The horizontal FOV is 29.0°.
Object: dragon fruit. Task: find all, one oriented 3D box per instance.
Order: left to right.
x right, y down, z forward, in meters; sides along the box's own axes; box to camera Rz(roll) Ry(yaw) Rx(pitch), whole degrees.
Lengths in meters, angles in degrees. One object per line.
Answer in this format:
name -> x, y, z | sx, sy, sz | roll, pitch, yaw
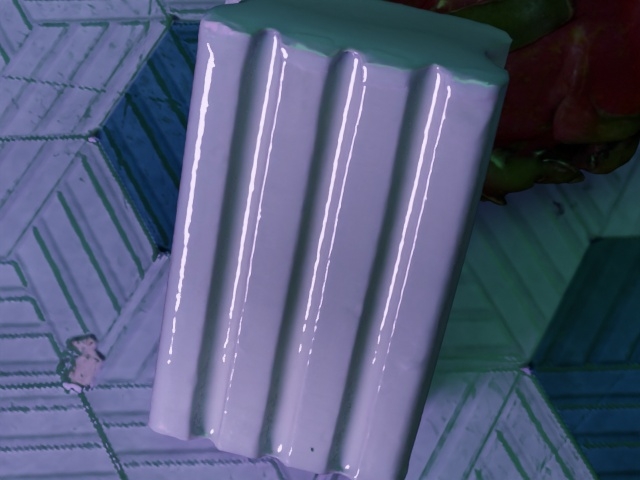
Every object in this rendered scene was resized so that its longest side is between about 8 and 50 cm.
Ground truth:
dragon fruit -> 0.126, -0.157, 0.780 | 0.303, 0.237, 0.231 | -14, 51, 7

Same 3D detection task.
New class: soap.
soap -> 0.000, 0.000, 0.702 | 0.160, 0.265, 0.087 | 12, 29, 3
